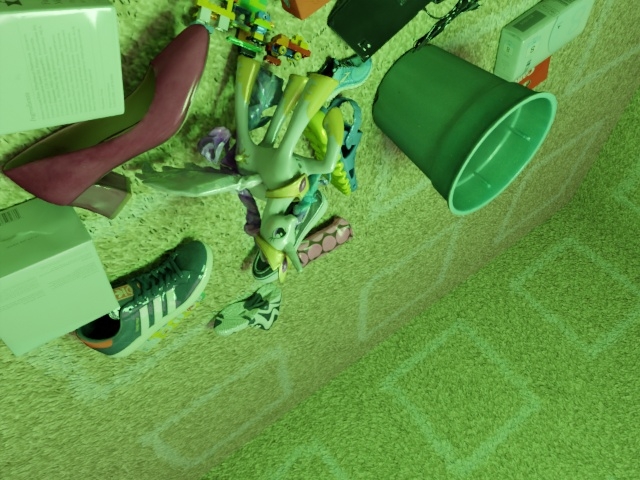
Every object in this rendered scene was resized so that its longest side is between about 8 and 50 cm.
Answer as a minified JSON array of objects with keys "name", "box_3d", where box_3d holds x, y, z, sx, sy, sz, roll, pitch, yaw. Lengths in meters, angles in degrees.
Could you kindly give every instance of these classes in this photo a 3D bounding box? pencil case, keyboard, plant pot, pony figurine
[{"name":"pencil case","box_3d":[0.000,0.000,1.477,0.209,0.095,0.098,-31,134,-24]},{"name":"keyboard","box_3d":[0.187,-0.473,0.959,0.201,0.033,0.317,36,126,-28]},{"name":"plant pot","box_3d":[0.329,-0.297,1.230,0.341,0.334,0.341,-31,149,-21]},{"name":"pony figurine","box_3d":[-0.124,-0.143,0.930,0.302,0.350,0.364,-2,113,-55]}]

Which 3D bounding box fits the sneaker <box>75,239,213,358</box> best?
[{"name":"sneaker","box_3d":[-0.398,0.121,1.106,0.350,0.131,0.148,-46,145,-2]}]

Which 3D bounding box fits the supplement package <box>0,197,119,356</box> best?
[{"name":"supplement package","box_3d":[-0.497,0.057,0.868,0.194,0.149,0.203,-27,148,-26]}]

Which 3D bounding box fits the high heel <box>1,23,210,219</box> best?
[{"name":"high heel","box_3d":[-0.327,-0.201,0.764,0.181,0.127,0.377,24,108,-39]}]

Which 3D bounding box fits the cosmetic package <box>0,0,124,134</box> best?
[{"name":"cosmetic package","box_3d":[-0.371,-0.246,0.619,0.183,0.151,0.152,-23,145,-34]}]

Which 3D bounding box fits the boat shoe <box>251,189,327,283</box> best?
[{"name":"boat shoe","box_3d":[-0.100,-0.018,1.308,0.301,0.108,0.102,-51,150,9]}]

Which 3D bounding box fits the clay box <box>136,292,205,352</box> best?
[{"name":"clay box","box_3d":[-0.409,0.185,1.249,0.222,0.053,0.127,-44,151,0]}]

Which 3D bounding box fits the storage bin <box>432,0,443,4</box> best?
[{"name":"storage bin","box_3d":[0.244,-0.583,0.973,0.122,0.084,0.180,-40,156,-38]}]

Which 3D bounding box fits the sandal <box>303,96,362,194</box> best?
[{"name":"sandal","box_3d":[0.054,-0.229,1.208,0.138,0.126,0.317,-42,153,-10]}]

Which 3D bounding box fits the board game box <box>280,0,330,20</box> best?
[{"name":"board game box","box_3d":[0.003,-0.546,0.746,0.242,0.064,0.317,-39,146,-7]}]

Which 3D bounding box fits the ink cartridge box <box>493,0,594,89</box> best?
[{"name":"ink cartridge box","box_3d":[0.686,-0.570,1.562,0.308,0.091,0.385,-37,150,-11]}]

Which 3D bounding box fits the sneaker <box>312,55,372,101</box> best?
[{"name":"sneaker","box_3d":[0.047,-0.366,1.069,0.162,0.063,0.073,-35,147,-14]}]

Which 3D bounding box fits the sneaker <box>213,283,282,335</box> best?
[{"name":"sneaker","box_3d":[-0.216,0.249,1.531,0.235,0.094,0.153,-38,144,-29]}]

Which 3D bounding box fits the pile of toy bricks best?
[{"name":"pile of toy bricks","box_3d":[-0.118,-0.380,0.829,0.212,0.118,0.105,9,95,-36]}]
